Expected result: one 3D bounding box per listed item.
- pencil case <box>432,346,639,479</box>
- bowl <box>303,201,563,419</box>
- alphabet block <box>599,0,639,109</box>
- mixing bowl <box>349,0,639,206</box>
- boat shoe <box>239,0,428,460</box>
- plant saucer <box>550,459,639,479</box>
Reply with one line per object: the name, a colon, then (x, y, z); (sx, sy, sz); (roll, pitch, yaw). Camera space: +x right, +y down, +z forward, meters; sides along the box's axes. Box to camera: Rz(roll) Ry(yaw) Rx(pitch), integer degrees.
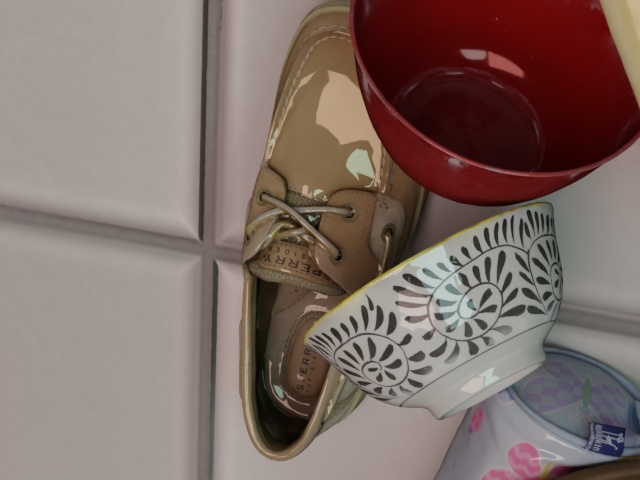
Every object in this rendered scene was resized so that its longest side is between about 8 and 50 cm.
pencil case: (0.121, 0.200, 0.977); (0.124, 0.113, 0.273); (14, 118, -21)
bowl: (0.082, 0.054, 0.871); (0.170, 0.170, 0.080); (-36, 75, 28)
alphabet block: (0.274, -0.094, 0.766); (0.193, 0.192, 0.197); (-18, 104, 23)
mixing bowl: (0.098, -0.088, 0.862); (0.181, 0.181, 0.098); (30, 149, 8)
boat shoe: (0.000, 0.000, 0.953); (0.109, 0.098, 0.302); (15, 114, 15)
plant saucer: (0.182, 0.254, 0.935); (0.277, 0.041, 0.278); (-6, 124, -9)
